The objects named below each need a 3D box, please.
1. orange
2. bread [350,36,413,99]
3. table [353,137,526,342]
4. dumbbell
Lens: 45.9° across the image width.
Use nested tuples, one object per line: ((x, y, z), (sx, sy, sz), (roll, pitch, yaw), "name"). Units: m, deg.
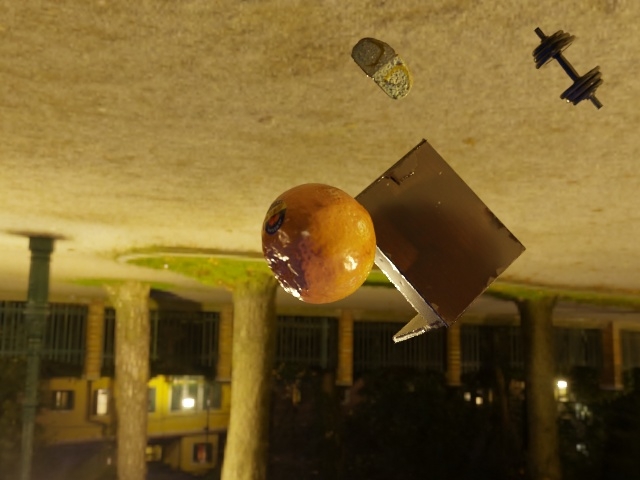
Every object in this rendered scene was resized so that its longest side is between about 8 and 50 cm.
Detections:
((-0.003, 0.002, 1.092), (0.155, 0.178, 0.177), (-23, -171, -39), "orange")
((0.146, -0.374, 1.665), (0.083, 0.157, 0.094), (-43, 157, 7), "bread")
((0.152, 0.017, 1.311), (0.196, 0.251, 0.282), (-42, 178, -20), "table")
((0.504, -0.351, 1.537), (0.099, 0.209, 0.099), (-37, 176, -3), "dumbbell")
